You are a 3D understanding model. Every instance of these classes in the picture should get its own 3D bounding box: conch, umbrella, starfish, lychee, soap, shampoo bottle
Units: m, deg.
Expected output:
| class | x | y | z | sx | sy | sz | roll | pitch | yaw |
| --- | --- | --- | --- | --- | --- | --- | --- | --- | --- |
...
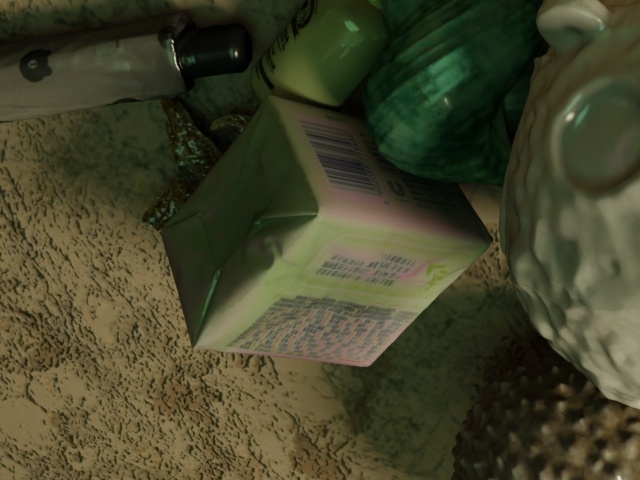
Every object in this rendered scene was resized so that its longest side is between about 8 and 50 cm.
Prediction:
| class | x | y | z | sx | sy | sz | roll | pitch | yaw |
| --- | --- | --- | --- | --- | --- | --- | --- | --- | --- |
| conch | 0.109 | -0.133 | 0.896 | 0.134 | 0.196 | 0.202 | 15 | 126 | 27 |
| umbrella | -0.220 | -0.146 | 1.035 | 0.337 | 0.067 | 0.073 | -6 | 132 | 18 |
| starfish | -0.094 | -0.047 | 1.085 | 0.150 | 0.053 | 0.209 | -24 | 108 | 13 |
| lychee | 0.251 | 0.230 | 1.022 | 0.300 | 0.300 | 0.300 | 7 | 122 | 11 |
| soap | 0.000 | 0.000 | 0.976 | 0.199 | 0.138 | 0.182 | 10 | 133 | -40 |
| shampoo bottle | 0.016 | -0.164 | 0.954 | 0.079 | 0.079 | 0.162 | 37 | 123 | -9 |

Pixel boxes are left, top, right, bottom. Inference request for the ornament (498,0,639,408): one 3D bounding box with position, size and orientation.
| class | x | y | z | sx | sy | sz | roll | pitch | yaw |
| --- | --- | --- | --- | --- | --- | --- | --- | --- | --- |
| ornament | 0.292 | -0.032 | 0.805 | 0.337 | 0.337 | 0.337 | 7 | 122 | 11 |
